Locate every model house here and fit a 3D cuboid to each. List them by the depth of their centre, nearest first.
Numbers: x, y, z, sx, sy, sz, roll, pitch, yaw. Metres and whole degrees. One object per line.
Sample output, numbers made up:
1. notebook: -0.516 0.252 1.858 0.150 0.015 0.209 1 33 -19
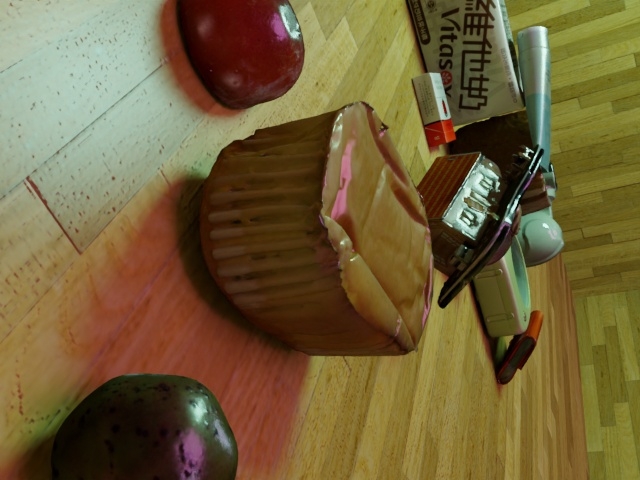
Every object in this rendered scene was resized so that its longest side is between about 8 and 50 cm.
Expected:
1. model house: 0.234 -0.065 1.114 0.153 0.207 0.294 33 53 5

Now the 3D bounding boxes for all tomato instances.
1. tomato: -0.064 -0.215 0.690 0.159 0.091 0.139 -28 106 -66

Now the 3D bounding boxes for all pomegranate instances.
1. pomegranate: -0.106 0.134 0.427 0.142 0.114 0.115 -90 166 -85

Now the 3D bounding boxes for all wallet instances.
1. wallet: 0.487 0.256 1.604 0.142 0.045 0.204 -63 165 21

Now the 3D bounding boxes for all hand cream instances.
1. hand cream: 0.482 -0.312 1.461 0.111 0.070 0.313 9 75 -61

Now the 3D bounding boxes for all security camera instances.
1. security camera: 0.571 -0.064 1.845 0.197 0.191 0.278 17 66 -68

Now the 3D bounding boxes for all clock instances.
1. clock: 0.442 0.078 1.610 0.308 0.096 0.235 -40 114 -62

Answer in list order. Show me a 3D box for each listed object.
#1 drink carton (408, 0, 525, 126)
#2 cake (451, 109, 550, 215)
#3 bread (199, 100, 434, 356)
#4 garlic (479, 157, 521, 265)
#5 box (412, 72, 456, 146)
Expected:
1. drink carton: 0.338 -0.440 1.515 0.132 0.194 0.325 -39 114 -61
2. cake: 0.454 -0.165 1.647 0.293 0.198 0.196 35 43 -61
3. bread: 0.000 0.000 0.658 0.288 0.156 0.204 43 50 -55
4. garlic: 0.330 -0.067 1.367 0.245 0.160 0.245 39 44 -52
5. box: 0.248 -0.283 1.433 0.100 0.048 0.152 -28 106 -62
